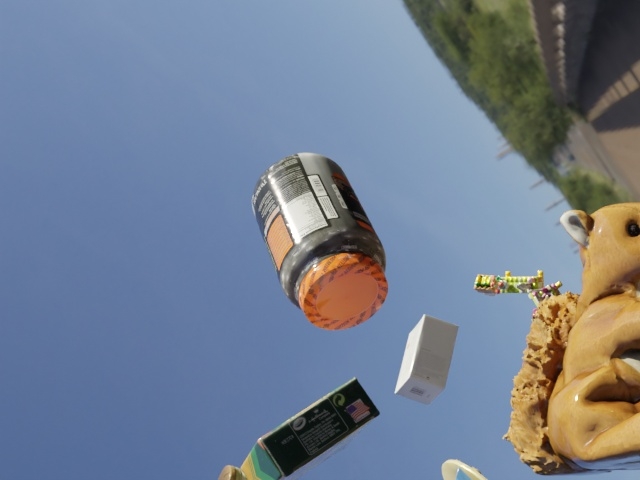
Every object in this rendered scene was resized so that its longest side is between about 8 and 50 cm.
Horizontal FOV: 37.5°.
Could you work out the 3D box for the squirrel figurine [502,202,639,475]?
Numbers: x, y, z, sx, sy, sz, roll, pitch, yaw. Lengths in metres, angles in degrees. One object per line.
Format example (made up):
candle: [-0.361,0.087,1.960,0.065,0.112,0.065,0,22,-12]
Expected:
squirrel figurine: [0.411,0.142,1.365,0.281,0.397,0.370,8,-112,-30]

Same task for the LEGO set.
LEGO set: [0.431,0.129,1.990,0.107,0.132,0.287,-2,-145,-47]

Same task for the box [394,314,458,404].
box: [0.255,0.287,2.265,0.091,0.130,0.170,19,-119,-2]

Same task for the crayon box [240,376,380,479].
crayon box: [-0.030,0.366,1.682,0.081,0.202,0.318,54,156,14]

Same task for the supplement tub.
supplement tub: [0.000,0.000,1.815,0.207,0.207,0.338,42,-164,-41]

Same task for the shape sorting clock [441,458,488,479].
shape sorting clock: [0.264,0.420,1.453,0.206,0.040,0.206,41,157,21]

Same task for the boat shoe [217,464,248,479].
boat shoe: [-0.201,0.605,1.993,0.089,0.285,0.104,15,-154,-18]
